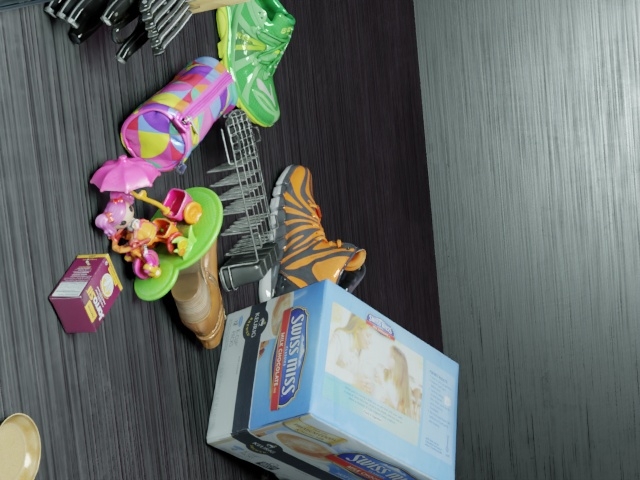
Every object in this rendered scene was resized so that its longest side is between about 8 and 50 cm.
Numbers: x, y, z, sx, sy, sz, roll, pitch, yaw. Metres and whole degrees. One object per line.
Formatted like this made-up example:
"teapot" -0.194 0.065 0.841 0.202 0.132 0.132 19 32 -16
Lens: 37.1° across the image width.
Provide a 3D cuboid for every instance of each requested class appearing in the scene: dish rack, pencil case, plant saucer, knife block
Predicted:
"dish rack" -0.127 -0.071 1.517 0.208 0.074 0.271 -64 144 -79
"pencil case" -0.189 -0.179 1.330 0.236 0.104 0.104 -68 149 -59
"plant saucer" -0.319 0.221 0.984 0.083 0.015 0.083 -3 90 -72
"knife block" -0.216 -0.346 1.177 0.088 0.242 0.275 83 -5 -55

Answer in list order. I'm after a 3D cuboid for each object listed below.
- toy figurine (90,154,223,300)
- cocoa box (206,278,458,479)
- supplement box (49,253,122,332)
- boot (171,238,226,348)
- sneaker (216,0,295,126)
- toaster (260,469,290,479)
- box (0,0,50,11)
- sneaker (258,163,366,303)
"toy figurine" -0.232 -0.032 1.212 0.159 0.130 0.173 43 69 -46
"cocoa box" 0.032 0.255 1.526 0.347 0.228 0.231 34 49 -35
"supplement box" -0.273 0.061 1.115 0.083 0.043 0.055 -70 152 -51
"boot" -0.175 0.050 1.405 0.152 0.073 0.197 74 18 -55
"sneaker" -0.103 -0.335 1.600 0.109 0.123 0.295 -49 133 -66
"toaster" -0.021 0.370 1.729 0.168 0.110 0.185 58 33 -55
"box" -0.338 -0.354 0.989 0.175 0.051 0.220 -51 135 -65
"sneaker" 0.000 0.000 1.757 0.124 0.180 0.321 57 34 -57
